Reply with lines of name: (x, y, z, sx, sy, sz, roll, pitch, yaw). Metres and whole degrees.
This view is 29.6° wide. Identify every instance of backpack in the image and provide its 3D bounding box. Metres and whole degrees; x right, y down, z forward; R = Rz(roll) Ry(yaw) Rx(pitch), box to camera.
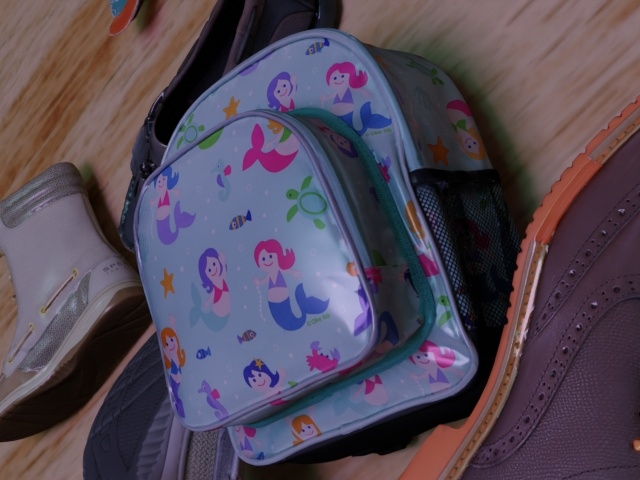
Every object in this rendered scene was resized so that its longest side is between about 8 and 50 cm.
backpack: (0.000, 0.000, 0.762, 0.225, 0.191, 0.254, -27, 66, 37)

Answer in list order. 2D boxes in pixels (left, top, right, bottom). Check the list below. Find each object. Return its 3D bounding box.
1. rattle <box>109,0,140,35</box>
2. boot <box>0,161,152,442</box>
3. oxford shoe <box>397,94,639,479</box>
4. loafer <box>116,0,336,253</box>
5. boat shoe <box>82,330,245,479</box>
rattle: (-0.130, -0.281, 0.977, 0.200, 0.142, 0.130, 72, 161, -2)
boot: (-0.242, 0.056, 1.029, 0.213, 0.077, 0.165, -46, 61, 24)
oxford shoe: (0.159, 0.076, 0.611, 0.364, 0.130, 0.132, -63, 28, 4)
loafer: (-0.093, -0.096, 0.901, 0.096, 0.084, 0.267, 50, 119, 30)
boat shoe: (-0.092, 0.161, 0.816, 0.118, 0.103, 0.320, -36, 28, 29)
